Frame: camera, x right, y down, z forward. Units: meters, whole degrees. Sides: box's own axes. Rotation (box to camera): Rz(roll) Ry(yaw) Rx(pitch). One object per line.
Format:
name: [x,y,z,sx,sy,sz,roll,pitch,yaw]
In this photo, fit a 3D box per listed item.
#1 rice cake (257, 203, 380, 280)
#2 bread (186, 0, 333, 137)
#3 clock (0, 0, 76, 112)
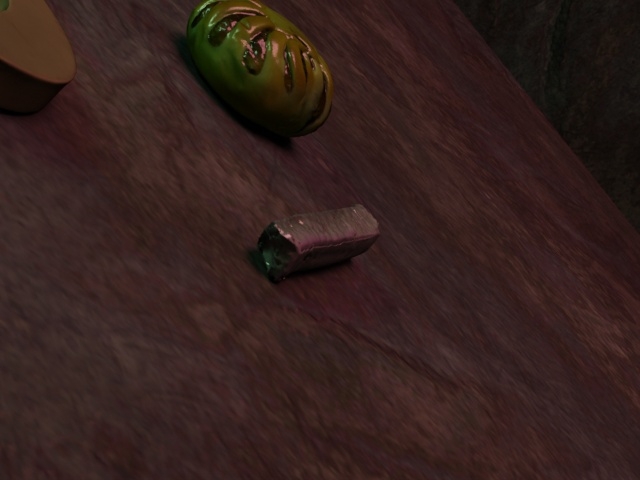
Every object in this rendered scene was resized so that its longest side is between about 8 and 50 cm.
rice cake: [0.000,-0.001,1.013,0.033,0.033,0.207,50,14,7]
bread: [-0.042,-0.136,1.199,0.139,0.071,0.130,34,14,-43]
clock: [-0.220,-0.158,0.811,0.235,0.029,0.235,45,11,-11]
